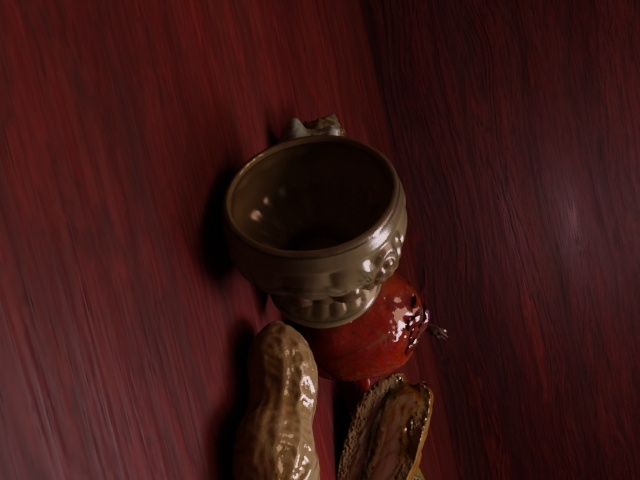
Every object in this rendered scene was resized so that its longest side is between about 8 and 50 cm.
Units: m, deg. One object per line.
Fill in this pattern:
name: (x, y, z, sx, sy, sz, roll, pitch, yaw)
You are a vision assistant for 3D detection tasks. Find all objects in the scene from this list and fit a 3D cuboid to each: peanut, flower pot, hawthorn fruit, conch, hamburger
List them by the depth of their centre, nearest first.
peanut: (-0.064, 0.259, 0.714, 0.136, 0.120, 0.299, 64, 20, -50)
flower pot: (0.000, 0.000, 0.818, 0.244, 0.307, 0.308, 79, 12, -48)
hawthorn fruit: (0.112, 0.169, 1.020, 0.276, 0.307, 0.276, 2, 90, -77)
conch: (-0.010, -0.184, 1.083, 0.203, 0.169, 0.386, 41, 32, -22)
hamburger: (0.153, 0.487, 1.128, 0.209, 0.161, 0.330, 63, 44, -61)

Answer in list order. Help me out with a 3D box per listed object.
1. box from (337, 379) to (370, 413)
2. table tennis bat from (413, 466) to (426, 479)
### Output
box: (0.077, 0.327, 1.211, 0.112, 0.048, 0.175, -64, 140, -62)
table tennis bat: (0.206, 0.637, 1.313, 0.268, 0.051, 0.415, 31, 37, -36)
